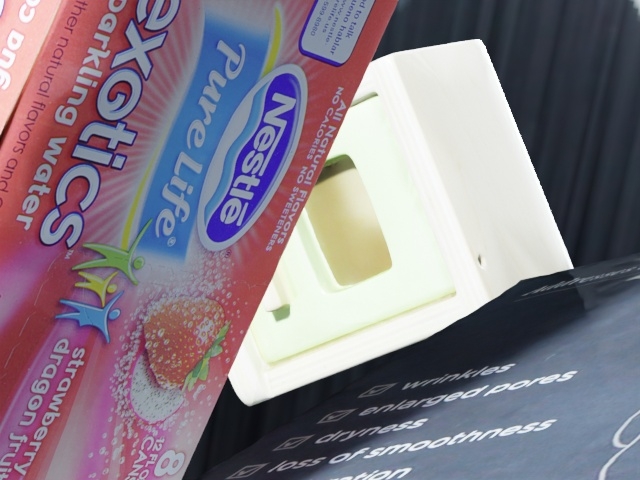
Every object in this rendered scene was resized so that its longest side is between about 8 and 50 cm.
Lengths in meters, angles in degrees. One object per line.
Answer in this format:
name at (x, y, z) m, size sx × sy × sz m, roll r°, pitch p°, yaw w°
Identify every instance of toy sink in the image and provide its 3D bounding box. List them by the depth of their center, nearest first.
toy sink at (0.000, 0.000, 1.149) m, size 0.234 × 0.153 × 0.131 m, roll -22°, pitch -2°, yaw 31°

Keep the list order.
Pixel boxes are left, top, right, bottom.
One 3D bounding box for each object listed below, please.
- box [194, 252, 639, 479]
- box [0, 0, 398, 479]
box at (0.171, 0.173, 0.671) m, size 0.480 × 0.297 × 0.472 m, roll -15°, pitch 9°, yaw 43°
box at (-0.080, -0.080, 0.641) m, size 0.142 × 0.300 × 0.154 m, roll 30°, pitch 10°, yaw 35°
